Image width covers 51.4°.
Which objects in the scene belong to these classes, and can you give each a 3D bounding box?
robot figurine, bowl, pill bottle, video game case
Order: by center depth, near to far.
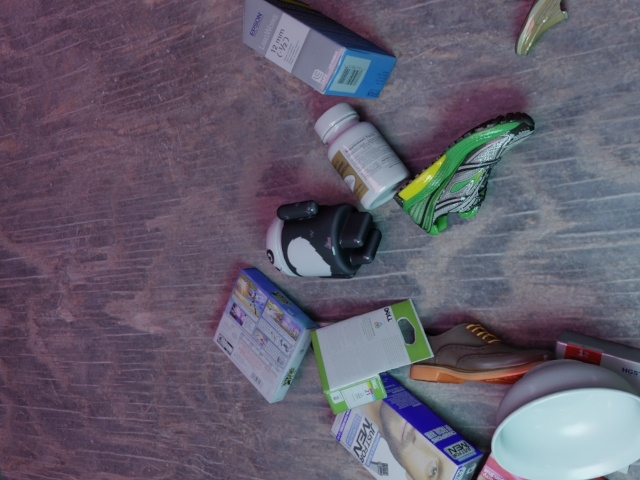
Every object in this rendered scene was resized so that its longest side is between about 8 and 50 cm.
[{"bbox_3d":[0.455,0.317,1.239,0.297,0.134,0.298,0,131,0],"label":"bowl"},{"bbox_3d":[0.090,-0.195,1.512,0.131,0.131,0.229,-43,76,30],"label":"pill bottle"},{"bbox_3d":[0.000,0.003,1.578,0.278,0.173,0.209,-3,97,31],"label":"robot figurine"},{"bbox_3d":[-0.152,0.246,1.755,0.269,0.061,0.244,40,118,32],"label":"video game case"}]

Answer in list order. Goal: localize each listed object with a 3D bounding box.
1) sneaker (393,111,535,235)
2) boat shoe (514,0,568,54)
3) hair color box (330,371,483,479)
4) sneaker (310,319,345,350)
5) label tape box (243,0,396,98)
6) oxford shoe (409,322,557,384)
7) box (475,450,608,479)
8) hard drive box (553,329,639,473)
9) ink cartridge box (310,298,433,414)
[{"bbox_3d":[0.318,-0.141,1.400,0.146,0.134,0.343,52,129,6],"label":"sneaker"},{"bbox_3d":[0.446,-0.445,1.291,0.072,0.068,0.190,27,112,12],"label":"boat shoe"},{"bbox_3d":[0.187,0.468,1.538,0.339,0.110,0.185,35,115,38],"label":"hair color box"},{"bbox_3d":[0.032,0.245,1.669,0.152,0.058,0.085,-8,89,36],"label":"sneaker"},{"bbox_3d":[-0.038,-0.446,1.474,0.347,0.249,0.115,35,115,21],"label":"label tape box"},{"bbox_3d":[0.336,0.237,1.416,0.363,0.130,0.133,-11,70,45],"label":"oxford shoe"},{"bbox_3d":[0.486,0.546,1.397,0.300,0.142,0.154,30,115,24],"label":"box"},{"bbox_3d":[0.555,0.322,1.347,0.181,0.089,0.232,12,104,29],"label":"hard drive box"},{"bbox_3d":[0.121,0.266,1.539,0.255,0.189,0.097,-18,131,2],"label":"ink cartridge box"}]
